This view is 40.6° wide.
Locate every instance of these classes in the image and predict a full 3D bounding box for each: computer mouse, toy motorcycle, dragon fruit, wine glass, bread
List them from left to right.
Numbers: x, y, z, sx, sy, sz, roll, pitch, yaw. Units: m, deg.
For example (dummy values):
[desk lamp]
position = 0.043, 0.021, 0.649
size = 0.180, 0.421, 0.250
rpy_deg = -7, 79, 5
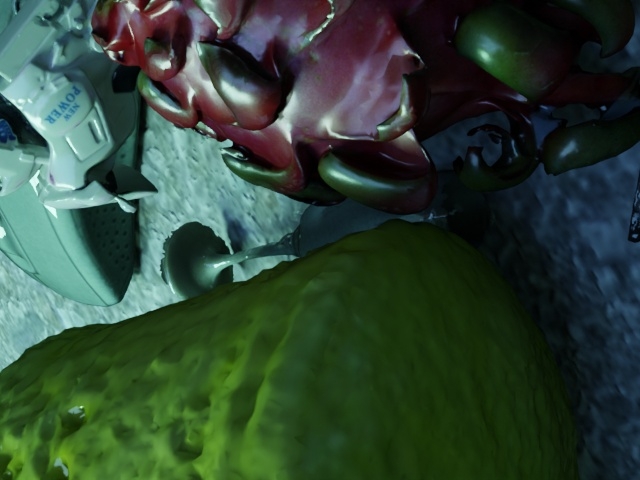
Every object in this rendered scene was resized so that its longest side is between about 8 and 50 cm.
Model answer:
[computer mouse]
position = -0.246, -0.089, 0.719
size = 0.188, 0.122, 0.370
rpy_deg = 24, 128, 28
[toy motorcycle]
position = -0.146, -0.108, 0.592
size = 0.221, 0.150, 0.102
rpy_deg = -52, 38, 1
[bread]
position = -0.025, 0.169, 0.490
size = 0.308, 0.348, 0.348
rpy_deg = -6, 108, 29
[wine glass]
position = 0.000, 0.000, 0.598
size = 0.262, 0.074, 0.074
rpy_deg = -12, 103, 40
[dragon fruit]
position = 0.019, -0.112, 0.442
size = 0.273, 0.198, 0.218
rpy_deg = 18, 113, 30

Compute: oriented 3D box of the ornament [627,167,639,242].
[ornament]
position = 0.243, -0.026, 0.382
size = 0.203, 0.081, 0.088
rpy_deg = 19, 122, 30
